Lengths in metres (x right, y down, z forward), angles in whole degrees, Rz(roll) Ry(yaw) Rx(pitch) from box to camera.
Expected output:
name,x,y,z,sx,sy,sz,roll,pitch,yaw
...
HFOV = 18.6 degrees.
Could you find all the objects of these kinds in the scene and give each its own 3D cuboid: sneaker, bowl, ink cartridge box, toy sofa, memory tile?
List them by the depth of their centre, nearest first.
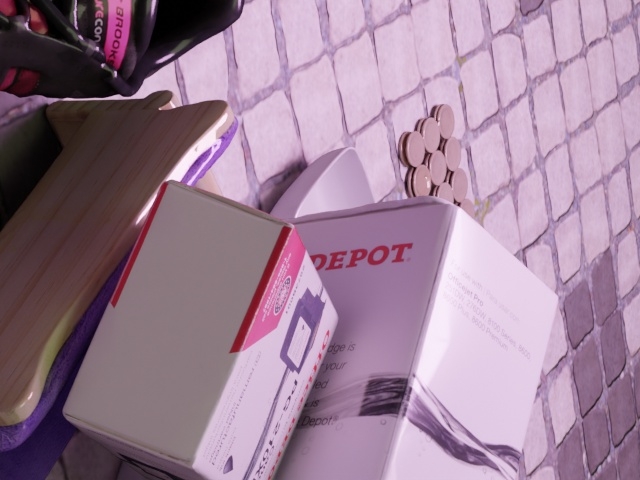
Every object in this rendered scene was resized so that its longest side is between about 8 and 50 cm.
name,x,y,z,sx,sy,sz,roll,pitch,yaw
sneaker,-0.217,-0.170,1.282,0.483,0.202,0.185,-25,111,-57
ink cartridge box,-0.074,0.083,1.349,0.237,0.100,0.172,64,47,-72
toy sofa,-0.175,0.059,1.383,0.362,0.177,0.150,-60,138,-41
ink cartridge box,-0.005,0.185,1.538,0.166,0.285,0.395,39,57,-38
bowl,0.000,0.000,1.792,0.142,0.053,0.142,-53,134,-46
memory tile,0.122,-0.059,2.034,0.113,0.012,0.148,-44,128,-50
